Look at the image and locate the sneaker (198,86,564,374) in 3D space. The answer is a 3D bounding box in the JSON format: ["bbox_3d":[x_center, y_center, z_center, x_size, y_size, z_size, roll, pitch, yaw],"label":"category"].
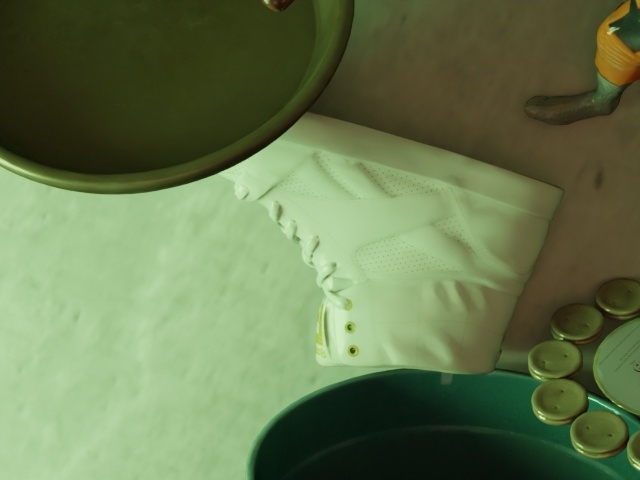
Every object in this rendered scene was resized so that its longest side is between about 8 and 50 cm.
[{"bbox_3d":[0.000,0.000,1.020,0.292,0.108,0.169,18,96,2],"label":"sneaker"}]

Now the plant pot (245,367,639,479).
[{"bbox_3d":[0.090,0.256,0.980,0.271,0.271,0.255,2,112,6],"label":"plant pot"}]

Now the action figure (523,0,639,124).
[{"bbox_3d":[0.248,-0.181,0.921,0.178,0.341,0.330,8,127,-21],"label":"action figure"}]

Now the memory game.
[{"bbox_3d":[0.227,0.083,0.981,0.186,0.186,0.012,-6,128,7],"label":"memory game"}]

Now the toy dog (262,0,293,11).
[{"bbox_3d":[0.014,-0.222,0.876,0.161,0.334,0.220,-44,95,12],"label":"toy dog"}]

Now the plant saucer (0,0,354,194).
[{"bbox_3d":[-0.115,-0.138,0.975,0.278,0.041,0.278,-3,57,4],"label":"plant saucer"}]
